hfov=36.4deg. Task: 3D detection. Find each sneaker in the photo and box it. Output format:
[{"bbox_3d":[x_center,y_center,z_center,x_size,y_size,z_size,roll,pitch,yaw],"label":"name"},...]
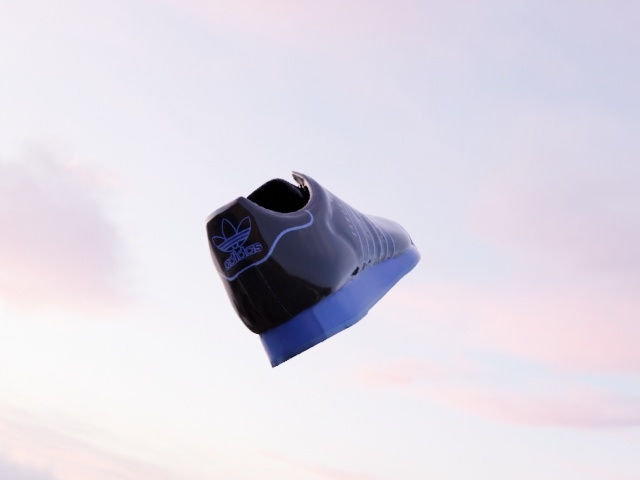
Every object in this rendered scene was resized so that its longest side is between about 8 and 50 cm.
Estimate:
[{"bbox_3d":[0.000,0.000,0.593,0.081,0.090,0.232,-29,2,15],"label":"sneaker"}]
